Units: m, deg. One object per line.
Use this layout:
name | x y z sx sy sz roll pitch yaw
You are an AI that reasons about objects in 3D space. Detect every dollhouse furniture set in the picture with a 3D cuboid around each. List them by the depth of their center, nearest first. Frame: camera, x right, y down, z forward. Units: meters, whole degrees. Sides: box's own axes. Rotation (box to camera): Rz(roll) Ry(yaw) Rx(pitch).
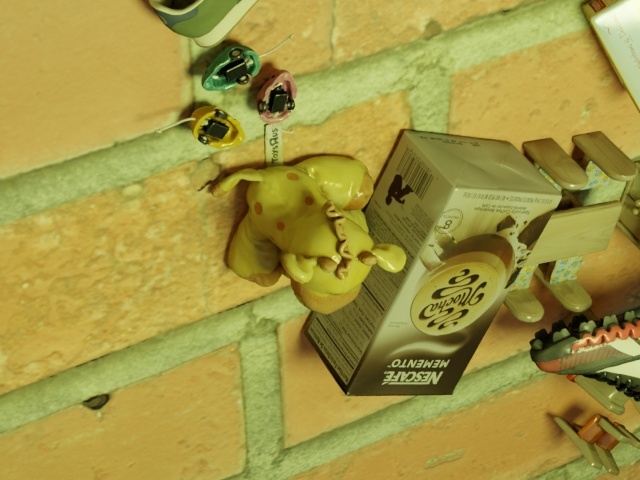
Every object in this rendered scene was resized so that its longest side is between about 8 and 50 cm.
dollhouse furniture set | 0.352 -0.001 1.857 0.242 0.161 0.212 -10 132 -27
dollhouse furniture set | 0.428 0.178 2.130 0.262 0.135 0.259 -46 149 11

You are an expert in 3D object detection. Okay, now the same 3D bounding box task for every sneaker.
sneaker | -0.081 -0.263 1.395 0.192 0.064 0.086 -49 142 18
sneaker | 0.391 0.151 1.918 0.276 0.097 0.135 -6 91 -22

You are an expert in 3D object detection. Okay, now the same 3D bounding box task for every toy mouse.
toy mouse | -0.072 -0.155 1.526 0.161 0.031 0.143 13 119 -41

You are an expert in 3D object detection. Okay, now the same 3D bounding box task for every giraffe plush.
giraffe plush | 0.000 0.000 1.612 0.181 0.170 0.210 -30 138 -8

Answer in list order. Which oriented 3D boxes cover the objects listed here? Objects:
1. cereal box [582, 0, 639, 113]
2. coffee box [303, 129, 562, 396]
cereal box | 0.434 -0.249 1.703 0.240 0.047 0.173 -29 120 11
coffee box | 0.125 0.032 1.765 0.168 0.119 0.297 2 126 -37
